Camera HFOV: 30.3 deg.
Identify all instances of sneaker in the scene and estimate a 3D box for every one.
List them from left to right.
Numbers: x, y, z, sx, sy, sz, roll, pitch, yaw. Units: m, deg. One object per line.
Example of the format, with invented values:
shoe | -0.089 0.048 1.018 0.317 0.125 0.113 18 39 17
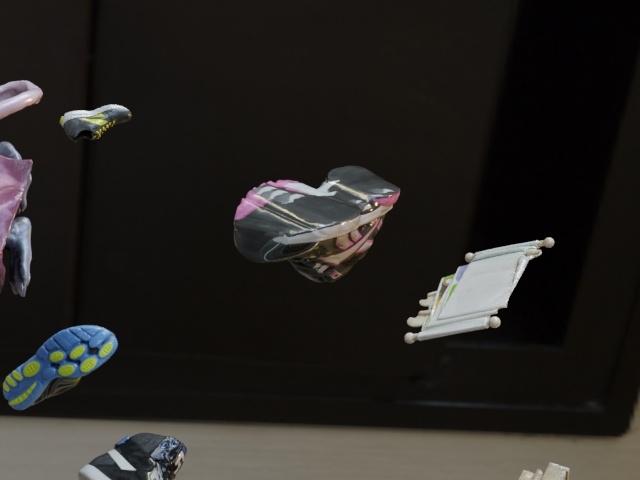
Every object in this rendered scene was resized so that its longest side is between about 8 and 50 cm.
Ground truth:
sneaker | -0.341 0.162 1.568 0.067 0.188 0.078 59 25 4
sneaker | -0.260 -0.133 1.376 0.031 0.083 0.035 118 -45 -60
sneaker | -0.194 0.310 1.480 0.217 0.121 0.079 28 -36 32
sneaker | 0.000 0.000 0.875 0.072 0.178 0.077 28 -66 29

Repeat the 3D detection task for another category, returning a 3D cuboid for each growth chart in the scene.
growth chart | 0.228 0.071 1.738 0.237 0.172 0.021 -49 120 -44

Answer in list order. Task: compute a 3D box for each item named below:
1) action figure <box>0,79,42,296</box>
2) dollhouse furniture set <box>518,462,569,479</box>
action figure | -0.468 -0.051 1.163 0.248 0.370 0.275 -155 -105 -67
dollhouse furniture set | 0.311 0.338 1.509 0.182 0.101 0.161 -51 147 -41
